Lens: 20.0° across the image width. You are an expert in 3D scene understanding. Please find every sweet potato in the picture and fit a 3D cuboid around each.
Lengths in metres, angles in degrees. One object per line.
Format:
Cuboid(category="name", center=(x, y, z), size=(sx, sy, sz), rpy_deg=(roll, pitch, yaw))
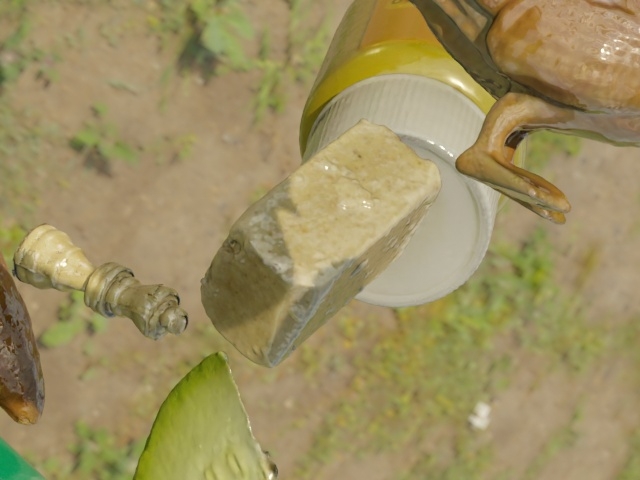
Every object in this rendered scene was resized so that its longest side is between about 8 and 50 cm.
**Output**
Cuboid(category="sweet potato", center=(-0.344, 0.072, 1.834), size=(0.097, 0.097, 0.252), rpy_deg=(-28, 94, -40))

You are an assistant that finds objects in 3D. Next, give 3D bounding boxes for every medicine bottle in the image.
Cuboid(category="medicine bottle", center=(0.093, -0.108, 1.791), size=(0.384, 0.224, 0.224), rpy_deg=(-70, 172, -60))

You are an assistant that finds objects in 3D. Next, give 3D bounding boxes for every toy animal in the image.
Cuboid(category="toy animal", center=(0.102, -0.105, 0.745), size=(0.179, 0.188, 0.089), rpy_deg=(-60, 174, 4))

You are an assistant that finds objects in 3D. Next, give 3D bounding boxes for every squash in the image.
Cuboid(category="squash", center=(-0.021, 0.192, 1.010), size=(0.155, 0.237, 0.204), rpy_deg=(-4, 163, -43))

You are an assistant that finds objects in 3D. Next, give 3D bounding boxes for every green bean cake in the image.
Cuboid(category="green bean cake", center=(0.000, 0.000, 1.315), size=(0.179, 0.085, 0.109), rpy_deg=(-40, 167, -39))

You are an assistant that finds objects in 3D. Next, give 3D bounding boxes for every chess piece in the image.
Cuboid(category="chess piece", center=(-0.187, 0.042, 1.585), size=(0.060, 0.172, 0.060), rpy_deg=(-40, 142, -40))

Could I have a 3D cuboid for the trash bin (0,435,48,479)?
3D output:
Cuboid(category="trash bin", center=(-0.417, 0.262, 1.813), size=(0.259, 0.381, 0.295), rpy_deg=(-12, 126, -56))
